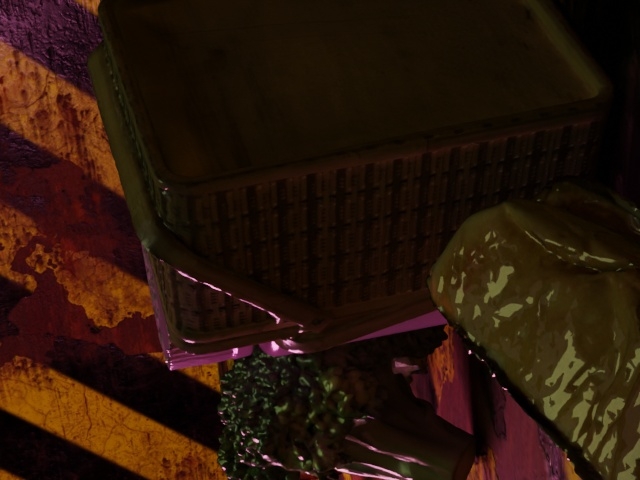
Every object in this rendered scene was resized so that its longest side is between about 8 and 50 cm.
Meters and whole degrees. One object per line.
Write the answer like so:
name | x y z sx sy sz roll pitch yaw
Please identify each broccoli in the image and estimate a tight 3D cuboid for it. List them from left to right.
broccoli | 0.020 0.146 1.349 0.288 0.260 0.235 -47 -53 -46

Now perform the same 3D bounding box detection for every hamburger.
hamburger | 0.167 0.046 0.779 0.262 0.124 0.131 50 122 48

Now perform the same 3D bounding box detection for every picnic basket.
picnic basket | 0.012 -0.066 0.950 0.175 0.313 0.228 90 164 -44

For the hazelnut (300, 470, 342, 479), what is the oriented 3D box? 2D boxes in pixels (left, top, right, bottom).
hazelnut | 0.002 0.185 1.668 0.208 0.208 0.208 170 90 -80

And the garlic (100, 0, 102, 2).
garlic | -0.032 -0.226 1.124 0.259 0.317 0.317 52 173 -9

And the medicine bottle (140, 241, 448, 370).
medicine bottle | 0.000 0.000 1.142 0.178 0.291 0.178 171 90 -80
